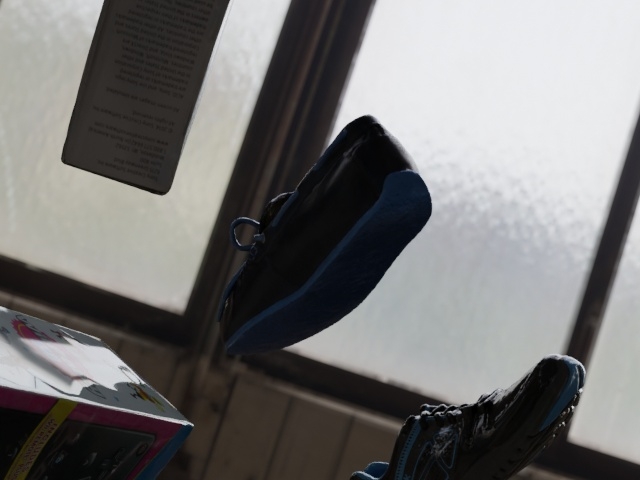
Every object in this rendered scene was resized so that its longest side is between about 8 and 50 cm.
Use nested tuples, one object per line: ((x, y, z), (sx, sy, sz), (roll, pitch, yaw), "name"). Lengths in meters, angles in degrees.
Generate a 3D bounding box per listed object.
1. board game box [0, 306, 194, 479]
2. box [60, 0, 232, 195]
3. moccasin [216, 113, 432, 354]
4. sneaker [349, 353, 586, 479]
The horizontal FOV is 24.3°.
((-0.221, 0.148, 0.823), (0.097, 0.224, 0.303), (38, 2, 19), "board game box")
((-0.060, -0.170, 0.772), (0.058, 0.232, 0.322), (18, 12, -5), "box")
((0.000, 0.000, 1.453), (0.138, 0.116, 0.342), (-3, -28, -39), "moccasin")
((0.159, 0.231, 1.688), (0.139, 0.341, 0.125), (50, 28, 18), "sneaker")
